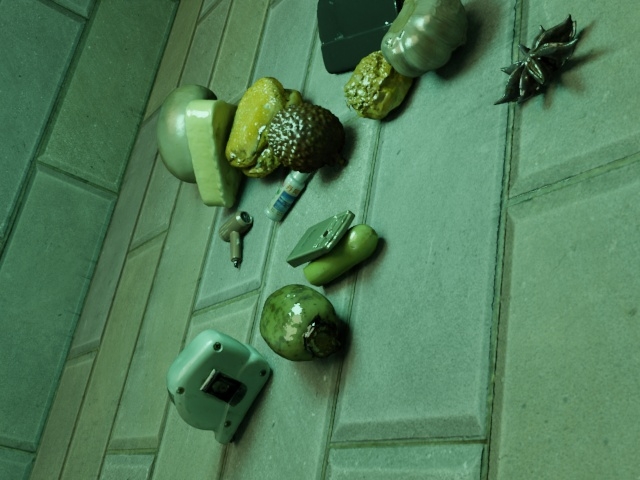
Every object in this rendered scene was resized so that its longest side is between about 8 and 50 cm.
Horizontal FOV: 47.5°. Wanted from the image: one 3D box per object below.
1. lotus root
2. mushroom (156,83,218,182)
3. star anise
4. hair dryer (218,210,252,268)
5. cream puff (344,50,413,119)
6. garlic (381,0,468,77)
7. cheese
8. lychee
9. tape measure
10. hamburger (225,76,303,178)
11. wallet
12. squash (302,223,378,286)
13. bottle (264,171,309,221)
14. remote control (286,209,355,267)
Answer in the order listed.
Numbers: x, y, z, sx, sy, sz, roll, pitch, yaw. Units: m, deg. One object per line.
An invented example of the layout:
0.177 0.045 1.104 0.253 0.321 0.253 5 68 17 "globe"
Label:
-0.061 0.192 1.707 0.173 0.173 0.309 -67 22 -3 "lotus root"
-0.431 -0.384 2.633 0.362 0.294 0.362 4 -90 -84 "mushroom"
0.421 -0.337 1.392 0.204 0.061 0.180 -57 18 4 "star anise"
-0.262 0.005 2.274 0.117 0.064 0.182 -37 48 38 "hair dryer"
0.139 -0.396 1.837 0.189 0.129 0.189 -41 34 36 "cream puff"
0.249 -0.480 1.691 0.228 0.152 0.228 -38 36 35 "garlic"
-0.331 -0.283 2.411 0.104 0.384 0.384 4 66 15 "cheese"
-0.030 -0.273 1.956 0.238 0.200 0.200 37 104 18 "lychee"
-0.259 0.366 1.826 0.243 0.246 0.125 -59 33 -1 "tape measure"
-0.170 -0.340 2.258 0.290 0.170 0.314 -20 53 56 "hamburger"
0.115 -0.591 1.998 0.406 0.062 0.228 11 110 62 "wallet"
0.045 0.041 1.717 0.250 0.083 0.083 -39 38 43 "squash"
-0.084 -0.152 2.088 0.217 0.060 0.060 -55 31 21 "bottle"
0.000 0.000 1.766 0.123 0.038 0.285 -55 11 -20 "remote control"
